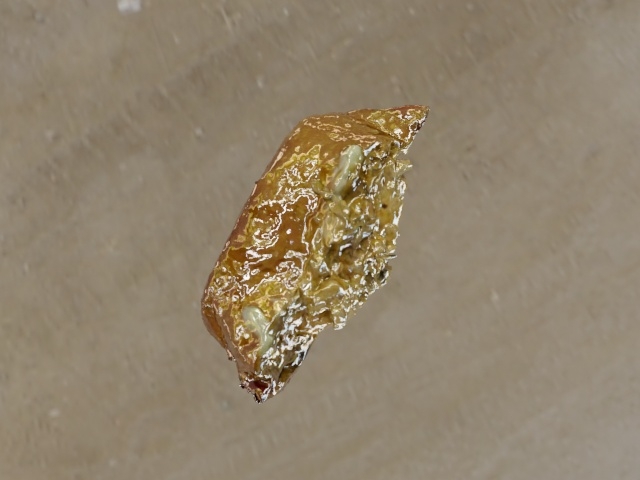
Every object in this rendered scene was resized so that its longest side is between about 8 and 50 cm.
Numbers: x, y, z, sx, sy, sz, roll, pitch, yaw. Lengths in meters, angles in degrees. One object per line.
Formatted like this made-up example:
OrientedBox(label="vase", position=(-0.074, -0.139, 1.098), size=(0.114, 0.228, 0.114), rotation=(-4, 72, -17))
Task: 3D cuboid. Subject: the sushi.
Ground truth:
OrientedBox(label="sushi", position=(0.001, 0.001, 0.629), size=(0.118, 0.060, 0.061), rotation=(-66, 159, 7))
